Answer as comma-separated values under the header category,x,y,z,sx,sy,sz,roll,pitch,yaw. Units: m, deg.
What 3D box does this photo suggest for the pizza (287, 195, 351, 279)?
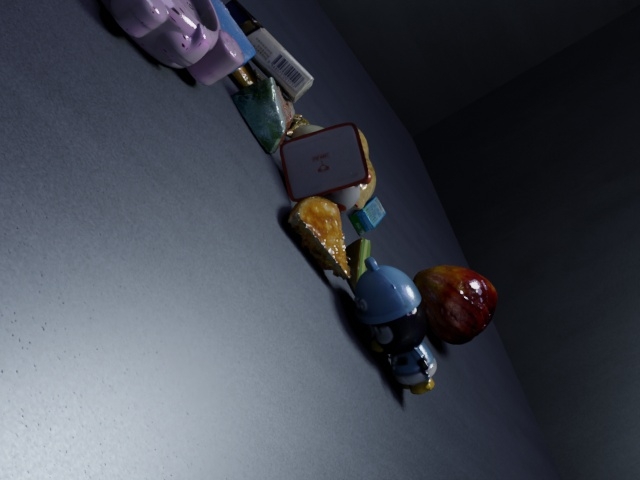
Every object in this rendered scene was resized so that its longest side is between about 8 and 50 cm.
category,x,y,z,sx,sy,sz,roll,pitch,yaw
pizza,0.000,0.000,1.616,0.201,0.053,0.193,-3,70,-62

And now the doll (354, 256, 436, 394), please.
category,x,y,z,sx,sy,sz,roll,pitch,yaw
doll,0.158,0.178,1.662,0.314,0.141,0.177,69,-18,-11

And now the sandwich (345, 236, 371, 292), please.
category,x,y,z,sx,sy,sz,roll,pitch,yaw
sandwich,0.098,0.064,1.788,0.116,0.074,0.074,65,16,17

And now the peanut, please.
category,x,y,z,sx,sy,sz,roll,pitch,yaw
peanut,0.071,-0.200,2.079,0.149,0.149,0.313,45,26,-44

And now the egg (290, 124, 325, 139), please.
category,x,y,z,sx,sy,sz,roll,pitch,yaw
egg,-0.009,-0.217,1.879,0.152,0.114,0.114,41,22,-23

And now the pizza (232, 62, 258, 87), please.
category,x,y,z,sx,sy,sz,roll,pitch,yaw
pizza,-0.189,-0.398,1.776,0.160,0.036,0.099,54,17,-26

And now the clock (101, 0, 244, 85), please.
category,x,y,z,sx,sy,sz,roll,pitch,yaw
clock,-0.289,-0.443,1.396,0.295,0.113,0.322,64,17,13

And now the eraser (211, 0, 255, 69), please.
category,x,y,z,sx,sy,sz,roll,pitch,yaw
eraser,-0.260,-0.502,1.651,0.312,0.043,0.144,53,26,-11

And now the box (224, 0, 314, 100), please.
category,x,y,z,sx,sy,sz,roll,pitch,yaw
box,-0.129,-0.441,1.820,0.259,0.071,0.168,46,3,-7

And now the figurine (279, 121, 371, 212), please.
category,x,y,z,sx,sy,sz,roll,pitch,yaw
figurine,0.032,-0.132,1.793,0.226,0.183,0.160,58,18,-64

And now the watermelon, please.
category,x,y,z,sx,sy,sz,roll,pitch,yaw
watermelon,-0.104,-0.284,1.783,0.154,0.094,0.241,66,11,-4

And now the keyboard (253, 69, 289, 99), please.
category,x,y,z,sx,sy,sz,roll,pitch,yaw
keyboard,-0.122,-0.381,1.961,0.129,0.015,0.049,38,19,-27

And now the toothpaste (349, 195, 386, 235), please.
category,x,y,z,sx,sy,sz,roll,pitch,yaw
toothpaste,0.137,-0.074,2.209,0.065,0.050,0.267,60,15,-4

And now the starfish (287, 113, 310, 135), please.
category,x,y,z,sx,sy,sz,roll,pitch,yaw
starfish,-0.060,-0.300,2.014,0.176,0.053,0.208,48,11,-9

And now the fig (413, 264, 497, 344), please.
category,x,y,z,sx,sy,sz,roll,pitch,yaw
fig,0.395,0.186,2.276,0.263,0.224,0.224,37,23,-18
